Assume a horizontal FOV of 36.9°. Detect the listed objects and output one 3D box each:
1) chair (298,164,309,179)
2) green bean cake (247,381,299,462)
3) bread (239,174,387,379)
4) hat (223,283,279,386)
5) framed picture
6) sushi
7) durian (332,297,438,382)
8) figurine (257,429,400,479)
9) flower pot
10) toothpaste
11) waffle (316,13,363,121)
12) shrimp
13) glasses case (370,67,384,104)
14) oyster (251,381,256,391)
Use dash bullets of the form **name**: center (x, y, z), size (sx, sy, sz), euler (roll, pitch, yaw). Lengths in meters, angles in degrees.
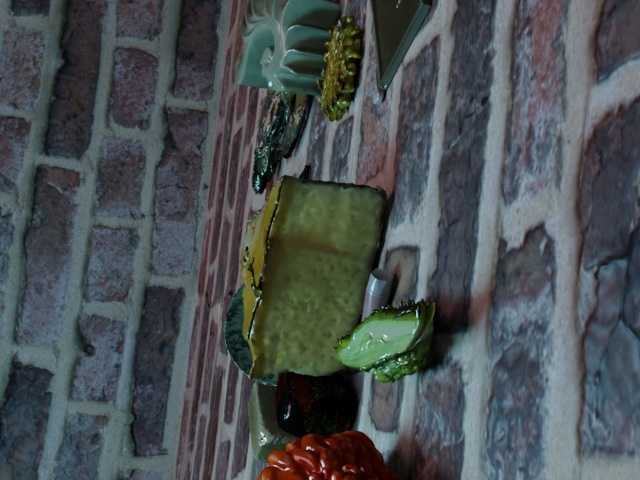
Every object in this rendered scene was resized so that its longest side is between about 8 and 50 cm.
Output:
- **chair**: center (-0.087, -0.075, 2.328), size (0.106, 0.113, 0.229), euler (128, 144, -57)
- **green bean cake**: center (-0.094, 0.395, 2.092), size (0.179, 0.109, 0.085), euler (-102, 27, -53)
- **bread**: center (-0.016, 0.060, 1.749), size (0.279, 0.249, 0.315), euler (119, 151, -56)
- **hat**: center (-0.064, 0.182, 2.040), size (0.128, 0.266, 0.265), euler (7, -89, -69)
- **framed picture**: center (0.147, -0.480, 1.853), size (0.232, 0.024, 0.314), euler (120, 153, -53)
- **sushi**: center (-0.016, 0.305, 1.847), size (0.225, 0.126, 0.136), euler (-118, 37, -74)
- **durian**: center (0.111, 0.151, 1.483), size (0.375, 0.107, 0.132), euler (138, 135, -65)
- **figurine**: center (0.038, 0.487, 1.430), size (0.306, 0.241, 0.411), euler (69, -175, -73)
- **flower pot**: center (-0.098, -0.498, 2.385), size (0.367, 0.165, 0.254), euler (24, 109, 59)
- **toothpaste**: center (0.091, 0.140, 1.700), size (0.067, 0.043, 0.194), euler (-109, 25, -54)
- **waffle**: center (0.040, -0.382, 2.140), size (0.231, 0.051, 0.228), euler (139, 134, -68)
- **shrimp**: center (-0.098, -0.308, 2.560), size (0.272, 0.085, 0.445), euler (-118, 43, -57)
- **glasses case**: center (0.111, -0.303, 1.884), size (0.032, 0.021, 0.083), euler (121, 153, -50)
- **oyster**: center (-0.113, 0.321, 2.278), size (0.132, 0.072, 0.209), euler (-103, 28, -46)
